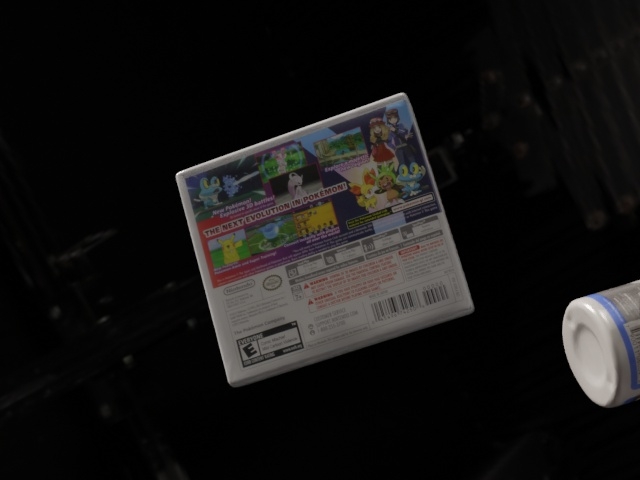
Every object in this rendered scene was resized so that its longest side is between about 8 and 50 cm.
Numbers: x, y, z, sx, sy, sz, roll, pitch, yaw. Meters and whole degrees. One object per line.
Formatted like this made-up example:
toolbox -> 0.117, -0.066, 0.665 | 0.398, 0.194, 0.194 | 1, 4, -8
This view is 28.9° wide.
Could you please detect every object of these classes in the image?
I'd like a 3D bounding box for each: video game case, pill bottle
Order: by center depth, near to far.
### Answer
pill bottle -> 0.244, 0.060, 0.855 | 0.137, 0.078, 0.078 | -15, -105, -15
video game case -> 0.000, 0.000, 0.980 | 0.023, 0.201, 0.184 | 36, -144, -72
